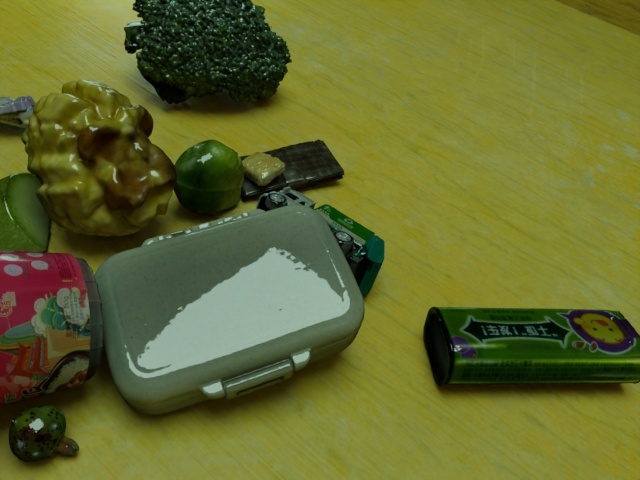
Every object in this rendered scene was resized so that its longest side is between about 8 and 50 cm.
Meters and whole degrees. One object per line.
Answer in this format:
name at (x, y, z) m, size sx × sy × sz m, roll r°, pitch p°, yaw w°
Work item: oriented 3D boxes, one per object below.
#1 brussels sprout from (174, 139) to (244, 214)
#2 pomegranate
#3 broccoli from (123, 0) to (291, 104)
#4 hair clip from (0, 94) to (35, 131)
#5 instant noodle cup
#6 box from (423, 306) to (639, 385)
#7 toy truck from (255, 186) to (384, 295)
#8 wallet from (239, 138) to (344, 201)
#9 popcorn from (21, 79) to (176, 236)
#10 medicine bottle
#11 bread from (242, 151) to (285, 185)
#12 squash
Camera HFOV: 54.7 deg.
brussels sprout at (-0.215, -0.124, 1.178) m, size 0.117 × 0.155 × 0.155 m, roll 21°, pitch 43°, yaw 12°
pomegranate at (-0.360, 0.255, 0.798) m, size 0.084 × 0.073 × 0.073 m, roll 47°, pitch 51°, yaw 9°
broccoli at (-0.273, -0.465, 1.442) m, size 0.317 × 0.277 × 0.338 m, roll 20°, pitch 30°, yaw 37°
hair clip at (-0.681, -0.259, 1.268) m, size 0.292 × 0.084 × 0.106 m, roll 4°, pitch 25°, yaw -3°
instant noodle cup at (-0.402, 0.112, 0.827) m, size 0.181 × 0.258 × 0.302 m, roll -3°, pitch 42°, yaw -35°
box at (0.349, 0.177, 1.024) m, size 0.345 × 0.097 × 0.134 m, roll 2°, pitch 35°, yaw -11°
toy truck at (0.000, 0.000, 1.122) m, size 0.253 × 0.114 × 0.124 m, roll 34°, pitch 34°, yaw 22°
wallet at (-0.076, -0.150, 1.307) m, size 0.230 × 0.042 × 0.124 m, roll -14°, pitch 51°, yaw -23°
popcorn at (-0.402, -0.146, 1.079) m, size 0.225 × 0.265 × 0.332 m, roll -27°, pitch 37°, yaw -29°
medicine bottle at (-0.136, 0.095, 0.934) m, size 0.375 × 0.123 × 0.282 m, roll -16°, pitch 59°, yaw -16°
bread at (-0.122, -0.145, 1.247) m, size 0.083 × 0.035 × 0.070 m, roll 28°, pitch 52°, yaw 26°
squash at (-0.567, -0.058, 1.066) m, size 0.184 × 0.085 × 0.192 m, roll -3°, pitch 43°, yaw -17°
